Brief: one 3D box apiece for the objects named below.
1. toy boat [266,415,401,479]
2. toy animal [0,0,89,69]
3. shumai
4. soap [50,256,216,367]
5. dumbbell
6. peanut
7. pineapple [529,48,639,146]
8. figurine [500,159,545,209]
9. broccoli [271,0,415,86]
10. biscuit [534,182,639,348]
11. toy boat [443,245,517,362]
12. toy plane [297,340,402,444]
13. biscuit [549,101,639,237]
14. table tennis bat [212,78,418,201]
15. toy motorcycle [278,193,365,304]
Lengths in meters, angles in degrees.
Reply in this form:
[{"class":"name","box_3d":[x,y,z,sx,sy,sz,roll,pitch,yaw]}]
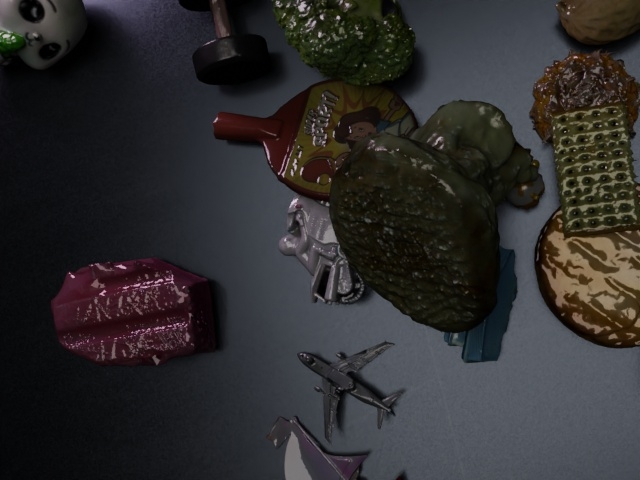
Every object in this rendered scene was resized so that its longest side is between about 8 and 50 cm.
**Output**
[{"class":"toy boat","box_3d":[0.009,0.492,1.698,0.318,0.072,0.219,24,89,17]},{"class":"toy animal","box_3d":[-0.625,-0.457,1.837,0.266,0.212,0.213,5,88,20]},{"class":"shumai","box_3d":[0.219,-0.069,1.532,0.324,0.397,0.323,20,52,34]},{"class":"soap","box_3d":[-0.380,0.146,1.779,0.324,0.127,0.220,-8,84,14]},{"class":"dumbbell","box_3d":[-0.193,-0.431,1.756,0.152,0.152,0.218,-15,83,12]},{"class":"peanut","box_3d":[0.568,-0.454,1.573,0.291,0.159,0.143,-27,107,11]},{"class":"pineapple","box_3d":[0.485,-0.253,1.622,0.224,0.076,0.225,-1,88,15]},{"class":"figurine","box_3d":[0.359,-0.123,1.651,0.101,0.068,0.143,-22,69,16]},{"class":"broccoli","box_3d":[0.039,-0.423,1.705,0.254,0.186,0.302,-9,53,-4]},{"class":"biscuit","box_3d":[0.531,0.042,1.577,0.296,0.102,0.296,-1,86,17]},{"class":"toy boat","box_3d":[0.294,0.105,1.637,0.098,0.109,0.238,15,96,40]},{"class":"toy plane","box_3d":[0.047,0.273,1.704,0.226,0.058,0.226,31,78,13]},{"class":"biscuit","box_3d":[0.482,-0.125,1.555,0.139,0.016,0.231,-7,78,19]},{"class":"table tennis bat","box_3d":[-0.013,-0.203,1.722,0.414,0.051,0.268,9,68,19]},{"class":"toy motorcycle","box_3d":[0.000,0.000,1.710,0.170,0.110,0.260,-9,84,18]}]
